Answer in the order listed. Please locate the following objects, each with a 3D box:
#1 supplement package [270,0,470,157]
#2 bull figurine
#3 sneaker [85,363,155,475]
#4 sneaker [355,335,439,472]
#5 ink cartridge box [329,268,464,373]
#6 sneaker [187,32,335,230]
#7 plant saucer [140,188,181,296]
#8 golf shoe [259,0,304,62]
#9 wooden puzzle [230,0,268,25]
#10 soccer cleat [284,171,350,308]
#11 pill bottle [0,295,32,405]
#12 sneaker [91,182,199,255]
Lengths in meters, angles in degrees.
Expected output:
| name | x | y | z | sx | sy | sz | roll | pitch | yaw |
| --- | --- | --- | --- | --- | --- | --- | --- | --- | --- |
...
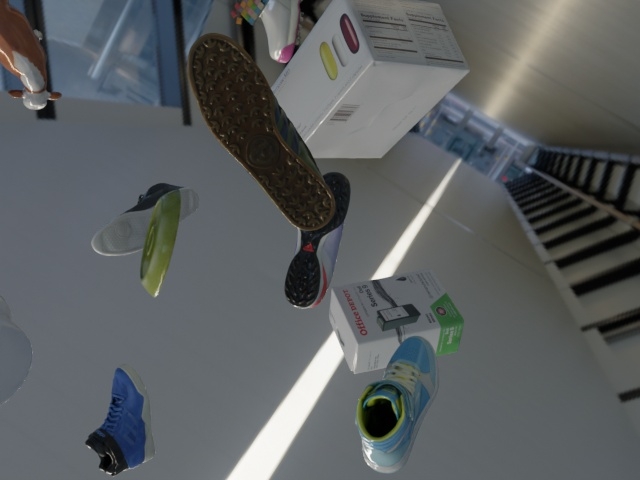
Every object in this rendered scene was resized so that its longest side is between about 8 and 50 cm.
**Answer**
| name | x | y | z | sx | sy | sz | roll | pitch | yaw |
| --- | --- | --- | --- | --- | --- | --- | --- | --- | --- |
| supplement package | 0.072 | -0.267 | 1.128 | 0.204 | 0.262 | 0.145 | -4 | -115 | -34 |
| bull figurine | -0.641 | -0.420 | 1.392 | 0.310 | 0.101 | 0.188 | 77 | 169 | -51 |
| sneaker | -0.287 | 0.255 | 0.941 | 0.058 | 0.152 | 0.085 | 11 | -159 | 42 |
| sneaker | 0.169 | 0.311 | 1.420 | 0.127 | 0.318 | 0.208 | 9 | 147 | 20 |
| ink cartridge box | 0.190 | 0.205 | 1.738 | 0.290 | 0.121 | 0.211 | -10 | -138 | -15 |
| sneaker | -0.056 | -0.096 | 0.617 | 0.192 | 0.064 | 0.086 | 56 | -179 | -14 |
| plant saucer | -0.352 | 0.001 | 1.460 | 0.037 | 0.240 | 0.241 | 14 | -161 | -20 |
| golf shoe | -0.105 | -0.466 | 1.185 | 0.140 | 0.305 | 0.115 | -5 | -178 | -15 |
| wooden puzzle | -0.113 | -0.383 | 1.090 | 0.049 | 0.083 | 0.006 | 48 | -150 | 15 |
| soccer cleat | 0.000 | 0.000 | 1.545 | 0.109 | 0.317 | 0.116 | 14 | 179 | 17 |
| pill bottle | -0.513 | 0.102 | 0.885 | 0.283 | 0.161 | 0.161 | 29 | -170 | 32 |
| sneaker | -0.472 | -0.058 | 1.772 | 0.147 | 0.296 | 0.104 | 21 | 138 | 57 |
